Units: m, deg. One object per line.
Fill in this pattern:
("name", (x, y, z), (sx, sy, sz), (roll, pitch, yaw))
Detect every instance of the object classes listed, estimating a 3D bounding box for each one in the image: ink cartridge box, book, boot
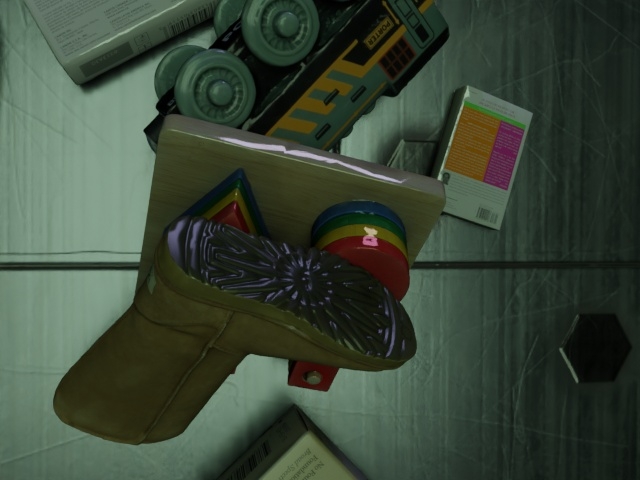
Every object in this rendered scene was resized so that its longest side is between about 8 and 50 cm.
("ink cartridge box", (-0.233, -0.299, 0.715), (0.180, 0.056, 0.225), (-30, 78, -8))
("book", (0.185, -0.094, 0.796), (0.096, 0.035, 0.144), (18, 88, -14))
("boot", (-0.084, 0.106, 0.602), (0.236, 0.269, 0.089), (25, 42, -18))

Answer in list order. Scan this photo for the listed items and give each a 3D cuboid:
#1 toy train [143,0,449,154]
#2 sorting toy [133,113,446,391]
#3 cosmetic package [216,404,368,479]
("toy train", (-0.020, -0.179, 0.698), (0.334, 0.142, 0.190), (-48, 119, -5))
("sorting toy", (-0.044, 0.037, 0.649), (0.256, 0.089, 0.256), (13, 132, -10))
("cosmetic package", (0.026, 0.349, 0.734), (0.160, 0.113, 0.309), (-44, 97, -7))
